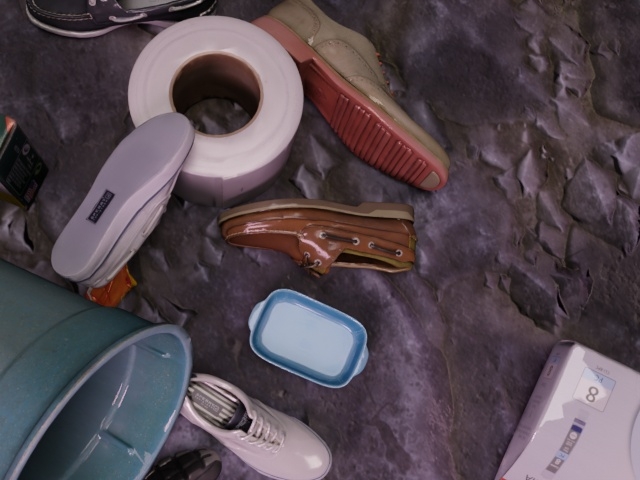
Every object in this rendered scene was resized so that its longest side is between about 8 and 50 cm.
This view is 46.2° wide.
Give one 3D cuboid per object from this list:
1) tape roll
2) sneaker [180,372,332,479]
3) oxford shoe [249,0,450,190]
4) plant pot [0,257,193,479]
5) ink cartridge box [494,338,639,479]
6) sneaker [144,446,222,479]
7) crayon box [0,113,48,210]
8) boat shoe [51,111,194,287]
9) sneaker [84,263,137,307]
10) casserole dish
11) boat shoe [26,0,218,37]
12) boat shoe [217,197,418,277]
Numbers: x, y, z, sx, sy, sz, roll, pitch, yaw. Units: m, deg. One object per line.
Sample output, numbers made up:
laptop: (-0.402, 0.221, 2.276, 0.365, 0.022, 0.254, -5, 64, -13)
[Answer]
tape roll: (-0.155, -0.187, 1.123, 0.246, 0.169, 0.246, 2, 77, -8)
sneaker: (-0.100, 0.273, 1.072, 0.258, 0.091, 0.094, 27, 76, -1)
oxford shoe: (0.069, -0.243, 1.184, 0.397, 0.140, 0.146, 42, 68, -1)
plant pot: (-0.393, 0.177, 0.927, 0.334, 0.341, 0.341, 28, 75, 16)
ink cartridge box: (0.421, 0.384, 1.104, 0.308, 0.091, 0.384, 26, 83, -1)
sneaker: (-0.239, 0.397, 1.041, 0.267, 0.101, 0.106, -38, 108, -14)
crayon box: (-0.562, -0.158, 1.043, 0.319, 0.202, 0.081, 22, 76, -4)
boat shoe: (-0.248, -0.052, 0.989, 0.095, 0.084, 0.258, 37, 86, 29)
sneaker: (-0.309, 0.075, 1.102, 0.068, 0.064, 0.175, 19, 79, -14)
casserole dish: (-0.019, 0.149, 1.138, 0.189, 0.037, 0.114, 24, 76, -3)
boat shoe: (-0.314, -0.391, 1.182, 0.303, 0.091, 0.114, -9, 79, -10)
boat shoe: (0.000, 0.000, 1.134, 0.308, 0.110, 0.104, -1, 77, -8)
